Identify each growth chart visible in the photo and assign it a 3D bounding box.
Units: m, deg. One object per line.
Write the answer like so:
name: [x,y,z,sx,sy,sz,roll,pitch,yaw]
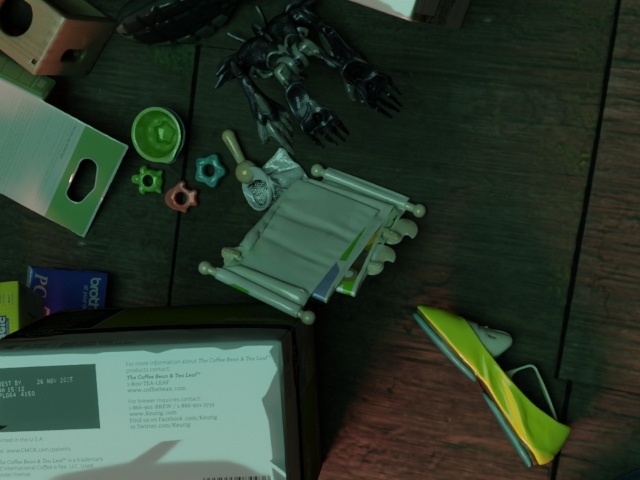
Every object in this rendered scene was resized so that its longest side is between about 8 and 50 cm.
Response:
growth chart: [0.000,0.000,1.584,0.172,0.237,0.021,30,143,21]

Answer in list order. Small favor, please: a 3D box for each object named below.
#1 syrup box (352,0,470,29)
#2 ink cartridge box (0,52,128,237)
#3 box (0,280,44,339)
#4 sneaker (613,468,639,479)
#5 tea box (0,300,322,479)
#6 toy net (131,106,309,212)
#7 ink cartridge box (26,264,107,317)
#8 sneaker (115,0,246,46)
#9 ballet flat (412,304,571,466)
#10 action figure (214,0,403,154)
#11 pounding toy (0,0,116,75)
syrup box: [0.098,-0.287,1.485,0.096,0.237,0.093,21,102,14]
ink cartridge box: [-0.367,-0.126,1.745,0.235,0.056,0.171,26,127,-8]
box: [-0.358,0.146,1.646,0.043,0.105,0.179,-7,75,5]
sneaker: [0.296,0.340,1.564,0.229,0.087,0.092,-28,88,22]
tea box: [-0.177,0.196,1.562,0.329,0.323,0.219,-3,96,7]
toy net: [-0.127,-0.078,1.692,0.232,0.045,0.122,20,102,17]
ink cartridge box: [-0.328,0.138,1.753,0.097,0.046,0.207,5,91,-17]
sneaker: [-0.131,-0.319,1.656,0.267,0.101,0.106,-24,66,21]
ballet flat: [0.202,0.151,1.592,0.077,0.077,0.231,-37,85,-2]
action figure: [-0.020,-0.180,1.581,0.164,0.275,0.141,-37,122,-4]
pounding toy: [-0.387,-0.287,1.691,0.206,0.181,0.094,37,107,13]
